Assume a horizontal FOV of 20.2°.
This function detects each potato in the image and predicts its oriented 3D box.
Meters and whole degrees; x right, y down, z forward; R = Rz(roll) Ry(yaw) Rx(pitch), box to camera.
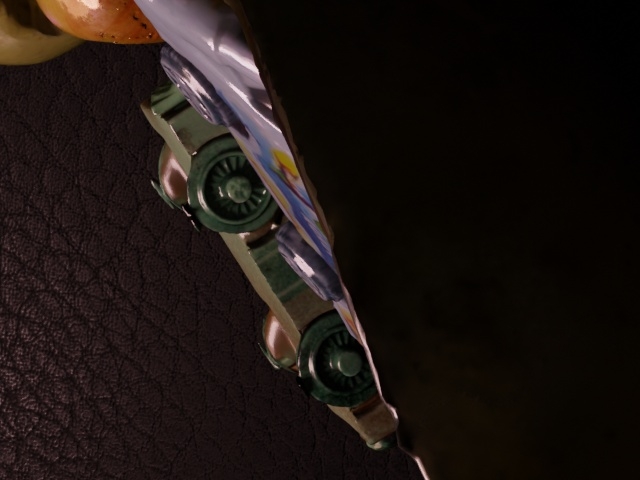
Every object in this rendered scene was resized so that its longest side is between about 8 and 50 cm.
[{"bbox_3d":[0.049,-0.020,0.519,0.160,0.111,0.272,69,-179,-52],"label":"potato"}]

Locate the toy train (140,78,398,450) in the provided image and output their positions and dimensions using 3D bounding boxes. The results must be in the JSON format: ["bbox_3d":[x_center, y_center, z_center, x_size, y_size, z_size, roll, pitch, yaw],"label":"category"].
[{"bbox_3d":[0.000,0.000,1.299,0.326,0.159,0.129,59,174,-17],"label":"toy train"}]

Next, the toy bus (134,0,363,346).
[{"bbox_3d":[0.033,-0.032,0.800,0.136,0.109,0.330,41,171,34],"label":"toy bus"}]

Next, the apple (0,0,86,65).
[{"bbox_3d":[-0.282,-0.279,1.528,0.279,0.279,0.279,54,178,3],"label":"apple"}]

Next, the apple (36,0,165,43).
[{"bbox_3d":[-0.139,-0.209,1.298,0.146,0.146,0.146,54,178,3],"label":"apple"}]
